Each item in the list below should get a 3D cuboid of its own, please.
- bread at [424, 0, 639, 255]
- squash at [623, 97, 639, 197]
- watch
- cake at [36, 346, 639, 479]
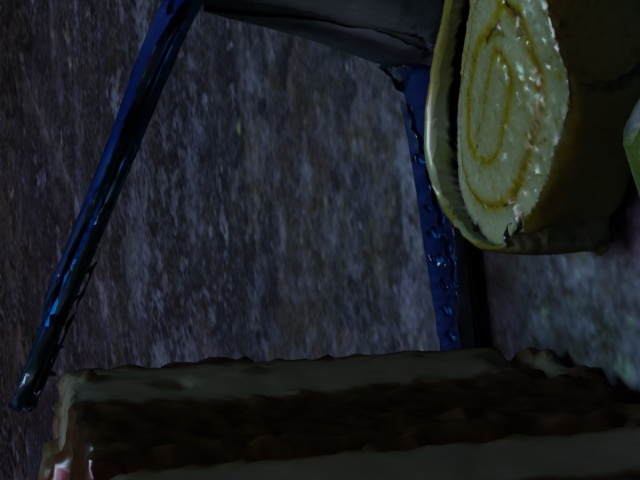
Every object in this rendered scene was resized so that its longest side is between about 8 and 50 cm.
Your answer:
[{"bbox_3d":[0.095,-0.068,0.851,0.117,0.064,0.156,-121,33,-43],"label":"bread"},{"bbox_3d":[0.156,0.011,0.692,0.069,0.069,0.239,127,133,-63],"label":"squash"},{"bbox_3d":[0.012,-0.002,0.988,0.068,0.276,0.275,-11,60,65],"label":"watch"},{"bbox_3d":[0.018,0.195,0.820,0.290,0.282,0.256,-148,58,-69],"label":"cake"}]
